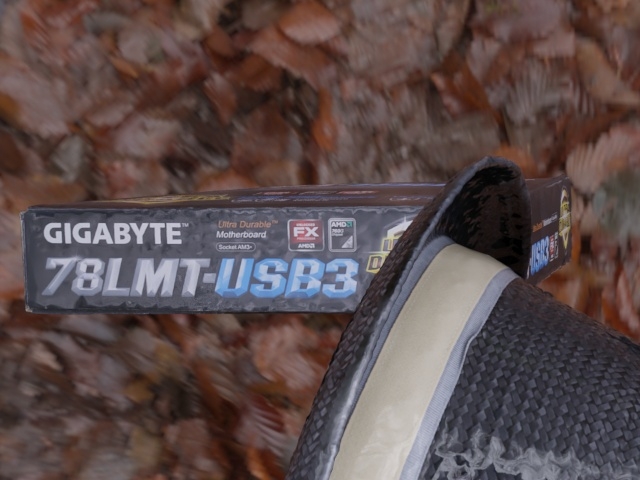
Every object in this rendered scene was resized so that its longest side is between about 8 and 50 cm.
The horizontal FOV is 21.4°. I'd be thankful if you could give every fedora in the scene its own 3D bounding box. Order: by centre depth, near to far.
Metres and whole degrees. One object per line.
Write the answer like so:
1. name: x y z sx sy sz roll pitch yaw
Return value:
1. fedora: 0.082 0.133 0.694 0.153 0.334 0.334 15 81 15

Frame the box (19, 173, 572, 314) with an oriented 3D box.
1. box: 0.000 0.000 1.106 0.296 0.293 0.073 -1 95 17
